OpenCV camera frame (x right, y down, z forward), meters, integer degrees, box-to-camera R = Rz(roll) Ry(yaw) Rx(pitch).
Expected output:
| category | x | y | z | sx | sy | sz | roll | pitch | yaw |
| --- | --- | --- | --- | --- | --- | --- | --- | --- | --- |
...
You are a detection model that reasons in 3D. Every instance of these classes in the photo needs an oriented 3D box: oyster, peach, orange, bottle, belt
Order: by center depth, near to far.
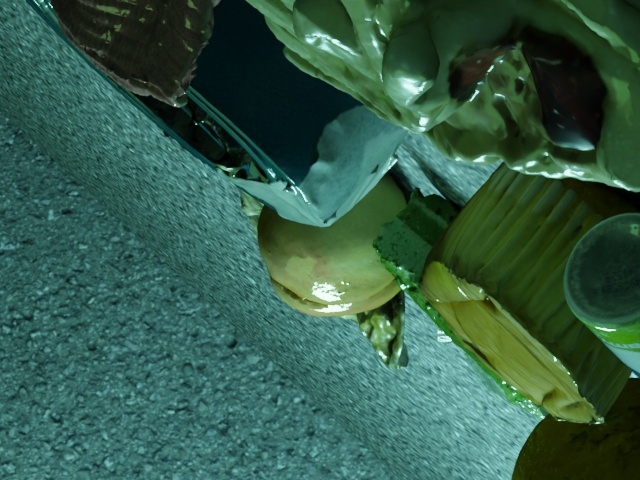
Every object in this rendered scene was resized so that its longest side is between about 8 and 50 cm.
| category | x | y | z | sx | sy | sz | roll | pitch | yaw |
| --- | --- | --- | --- | --- | --- | --- | --- | --- | --- |
| bottle | 0.295 | 0.092 | 1.458 | 0.093 | 0.093 | 0.330 | 36 | 177 | 44 |
| orange | 0.303 | 0.263 | 1.773 | 0.274 | 0.274 | 0.274 | 44 | 170 | 10 |
| belt | -0.113 | -0.193 | 1.892 | 0.436 | 0.173 | 0.300 | 43 | 172 | 16 |
| peach | 0.016 | -0.004 | 2.107 | 0.184 | 0.184 | 0.184 | 44 | 170 | 10 |
| oyster | -0.001 | 0.001 | 2.356 | 0.351 | 0.115 | 0.238 | 50 | 169 | -26 |

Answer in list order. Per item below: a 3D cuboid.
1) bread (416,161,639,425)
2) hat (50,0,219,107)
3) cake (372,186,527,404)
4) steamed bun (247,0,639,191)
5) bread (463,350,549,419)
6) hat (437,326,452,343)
| category | x | y | z | sx | sy | sz | roll | pitch | yaw |
| --- | --- | --- | --- | --- | --- | --- | --- | --- | --- |
| bread | 0.197 | 0.033 | 1.580 | 0.204 | 0.156 | 0.288 | 42 | 173 | 8 |
| hat | -0.167 | -0.255 | 1.682 | 0.286 | 0.237 | 0.107 | 21 | -174 | 43 |
| cake | 0.159 | 0.059 | 1.984 | 0.235 | 0.100 | 0.099 | 43 | 169 | 14 |
| steamed bun | 0.082 | -0.141 | 1.316 | 0.247 | 0.189 | 0.428 | 59 | 166 | -25 |
| bread | 0.214 | 0.135 | 2.171 | 0.172 | 0.064 | 0.232 | 45 | 171 | 13 |
| hat | 0.153 | 0.078 | 2.283 | 0.058 | 0.042 | 0.087 | 36 | -138 | -81 |
